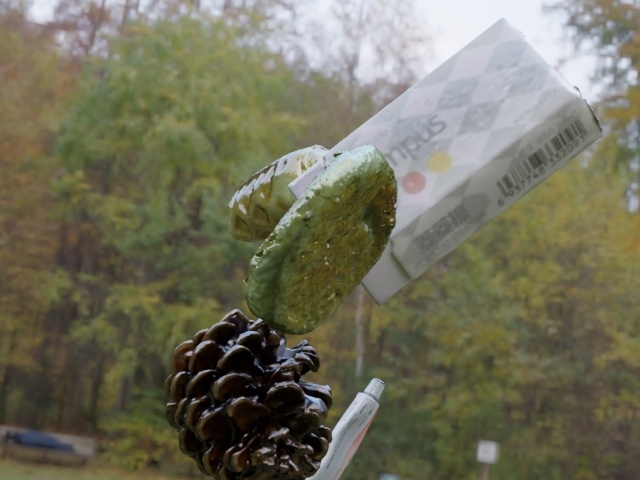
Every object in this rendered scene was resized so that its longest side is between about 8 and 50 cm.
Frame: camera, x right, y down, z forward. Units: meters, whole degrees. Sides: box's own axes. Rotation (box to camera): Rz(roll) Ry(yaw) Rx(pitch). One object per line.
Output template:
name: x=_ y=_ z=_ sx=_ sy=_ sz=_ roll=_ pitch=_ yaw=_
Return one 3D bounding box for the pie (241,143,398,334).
pie: x=0.000 y=0.000 z=1.546 sx=0.078 sy=0.277 sz=0.277 roll=31 pitch=1 yaw=25

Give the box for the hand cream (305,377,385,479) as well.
hand cream: x=0.037 y=0.303 z=1.864 sx=0.052 sy=0.216 sz=0.038 roll=36 pitch=-17 yaw=-9

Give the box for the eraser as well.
eraser: x=0.172 y=-0.112 z=1.743 sx=0.213 sy=0.397 sz=0.082 roll=51 pitch=-1 yaw=26

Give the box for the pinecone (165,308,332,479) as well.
pinecone: x=-0.093 y=0.237 z=1.707 sx=0.243 sy=0.257 sz=0.243 roll=-18 pitch=-30 yaw=-11

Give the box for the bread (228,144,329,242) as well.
bread: x=-0.054 y=-0.081 z=2.214 sx=0.130 sy=0.152 sz=0.267 roll=44 pitch=-32 yaw=-12
